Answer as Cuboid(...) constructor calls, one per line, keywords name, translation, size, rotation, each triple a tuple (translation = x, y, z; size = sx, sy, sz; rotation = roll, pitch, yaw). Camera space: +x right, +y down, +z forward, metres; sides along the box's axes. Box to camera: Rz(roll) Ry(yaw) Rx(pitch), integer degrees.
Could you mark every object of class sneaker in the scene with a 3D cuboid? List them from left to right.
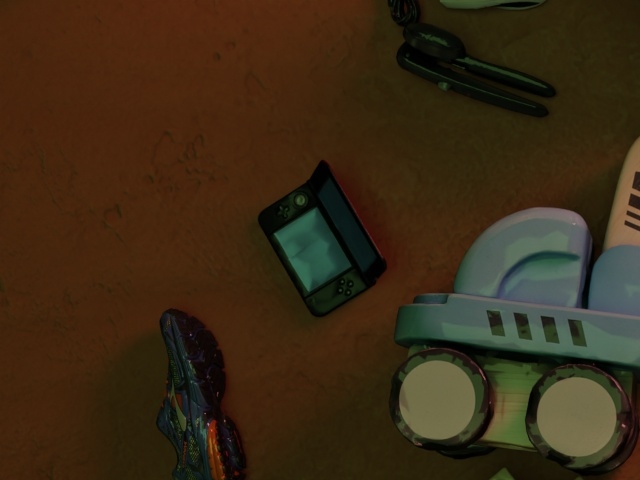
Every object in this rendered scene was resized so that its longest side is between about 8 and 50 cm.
Cuboid(name="sneaker", translation=(-0.157, 0.188, 2.037), size=(0.087, 0.083, 0.221), rotation=(-15, 83, 20))

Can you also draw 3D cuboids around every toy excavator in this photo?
Cuboid(name="toy excavator", translation=(0.303, 0.025, 1.856), size=(0.432, 0.222, 0.445), rotation=(6, 82, 14))

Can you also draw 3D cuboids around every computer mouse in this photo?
Cuboid(name="computer mouse", translation=(0.164, -0.295, 1.968), size=(0.193, 0.042, 0.106), rotation=(-1, 88, 16))

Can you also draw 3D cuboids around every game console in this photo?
Cuboid(name="game console", translation=(0.000, 0.000, 1.990), size=(0.124, 0.085, 0.144), rotation=(-32, 81, 13))

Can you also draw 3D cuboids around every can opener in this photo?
Cuboid(name="can opener", translation=(0.171, -0.183, 1.959), size=(0.186, 0.073, 0.059), rotation=(27, 89, 5))

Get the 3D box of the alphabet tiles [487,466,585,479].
Cuboid(name="alphabet tiles", translation=(0.235, 0.425, 1.842), size=(0.285, 0.011, 0.342), rotation=(-41, 73, 11))
